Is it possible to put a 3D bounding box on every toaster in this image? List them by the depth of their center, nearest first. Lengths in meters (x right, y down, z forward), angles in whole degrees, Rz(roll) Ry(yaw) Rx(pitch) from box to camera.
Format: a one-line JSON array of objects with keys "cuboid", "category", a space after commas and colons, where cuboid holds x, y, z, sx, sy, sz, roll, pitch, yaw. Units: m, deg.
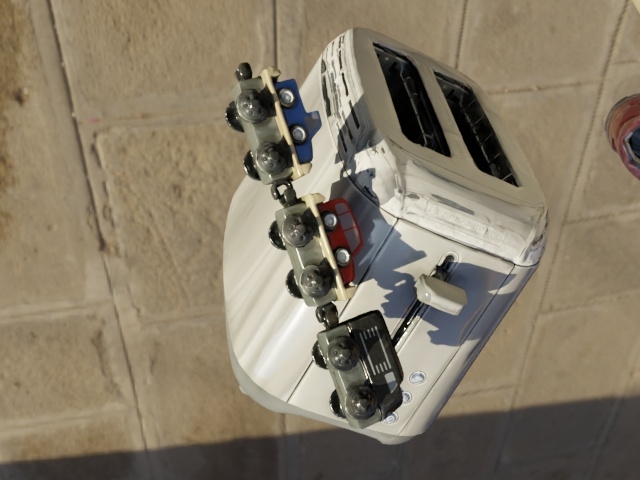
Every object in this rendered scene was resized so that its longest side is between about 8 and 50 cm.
[{"cuboid": [0.029, -0.015, 0.467, 0.129, 0.227, 0.146, 22, 121, -19], "category": "toaster"}]

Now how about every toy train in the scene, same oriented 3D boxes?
[{"cuboid": [0.000, 0.000, 0.352, 0.036, 0.027, 0.158, -20, 91, -20], "category": "toy train"}]

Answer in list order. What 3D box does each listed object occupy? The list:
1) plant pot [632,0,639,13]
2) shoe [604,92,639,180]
[{"cuboid": [0.222, -0.150, 0.318, 0.191, 0.284, 0.284, -28, 143, -35], "category": "plant pot"}, {"cuboid": [0.267, -0.037, 0.542, 0.178, 0.081, 0.063, 28, 113, 5], "category": "shoe"}]
